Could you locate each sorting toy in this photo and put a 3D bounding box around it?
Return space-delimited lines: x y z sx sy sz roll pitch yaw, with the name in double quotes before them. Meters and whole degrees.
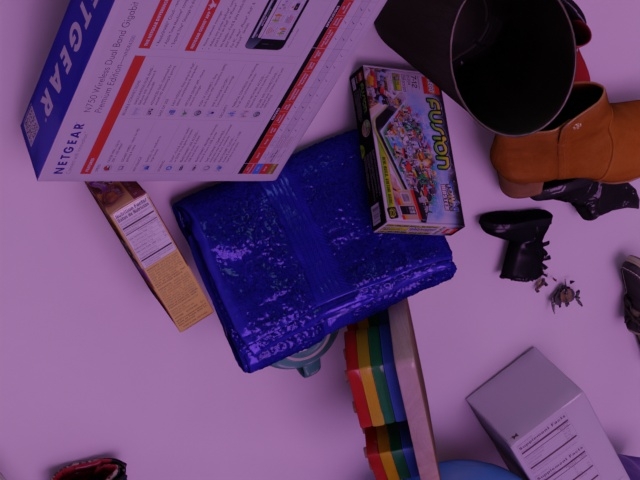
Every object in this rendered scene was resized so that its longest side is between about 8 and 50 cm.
"sorting toy" 0.089 0.193 1.712 0.089 0.257 0.255 -11 119 4

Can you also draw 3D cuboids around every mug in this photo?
"mug" -0.030 0.104 1.686 0.158 0.097 0.129 30 98 -34

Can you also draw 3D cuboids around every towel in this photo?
"towel" 0.000 0.000 1.602 0.308 0.076 0.227 -24 89 -19

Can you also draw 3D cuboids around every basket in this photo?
"basket" 0.167 -0.245 1.534 0.154 0.227 0.204 -36 124 -7

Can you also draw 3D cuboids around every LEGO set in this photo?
"LEGO set" 0.346 0.074 1.916 0.054 0.023 0.083 -44 113 -4

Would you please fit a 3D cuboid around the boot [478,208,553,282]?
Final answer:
"boot" 0.267 0.009 1.827 0.121 0.045 0.099 -5 119 -26

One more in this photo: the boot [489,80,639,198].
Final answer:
"boot" 0.360 -0.148 1.690 0.295 0.104 0.211 -19 159 -3

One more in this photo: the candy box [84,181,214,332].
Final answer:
"candy box" -0.201 0.007 1.544 0.053 0.109 0.186 -32 124 -10

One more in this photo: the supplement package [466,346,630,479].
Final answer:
"supplement package" 0.344 0.304 1.953 0.134 0.139 0.244 -36 126 -5

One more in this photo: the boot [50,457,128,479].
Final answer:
"boot" -0.241 0.370 1.713 0.236 0.085 0.178 -5 118 -17

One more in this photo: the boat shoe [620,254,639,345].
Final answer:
"boat shoe" 0.493 0.115 1.972 0.073 0.080 0.223 -42 130 -9

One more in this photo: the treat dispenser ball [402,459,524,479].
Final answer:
"treat dispenser ball" 0.202 0.455 1.864 0.288 0.288 0.288 -12 119 -22

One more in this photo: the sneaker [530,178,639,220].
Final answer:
"sneaker" 0.367 -0.061 1.836 0.170 0.051 0.089 -21 118 -20

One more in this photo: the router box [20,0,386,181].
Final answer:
"router box" -0.122 -0.197 1.390 0.301 0.082 0.335 -1 144 -33

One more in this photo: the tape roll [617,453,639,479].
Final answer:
"tape roll" 0.477 0.430 2.055 0.080 0.189 0.189 14 107 -31

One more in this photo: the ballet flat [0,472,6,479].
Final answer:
"ballet flat" -0.478 0.330 1.549 0.483 0.164 0.182 21 76 -31

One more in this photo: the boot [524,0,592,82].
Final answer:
"boot" 0.298 -0.233 1.639 0.088 0.176 0.244 -48 127 -1

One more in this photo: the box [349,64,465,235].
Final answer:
"box" 0.105 -0.110 1.607 0.114 0.036 0.207 2 69 -28
